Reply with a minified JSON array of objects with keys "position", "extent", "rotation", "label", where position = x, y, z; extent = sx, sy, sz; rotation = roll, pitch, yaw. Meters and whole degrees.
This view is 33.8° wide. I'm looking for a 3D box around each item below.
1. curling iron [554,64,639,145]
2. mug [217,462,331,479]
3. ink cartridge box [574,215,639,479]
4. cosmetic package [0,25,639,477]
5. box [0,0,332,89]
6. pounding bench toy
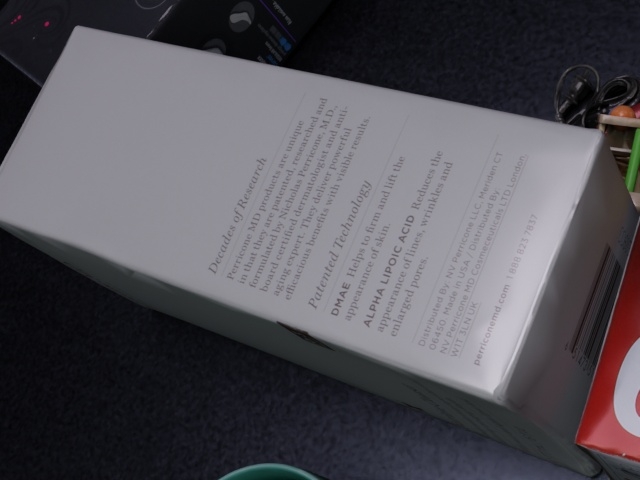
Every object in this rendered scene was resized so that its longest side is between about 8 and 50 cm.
[{"position":[0.281,-0.128,0.705],"extent":[0.274,0.035,0.068],"rotation":[-22,61,17],"label":"curling iron"},{"position":[-0.029,0.217,0.672],"extent":[0.158,0.097,0.129],"rotation":[-15,63,21],"label":"mug"},{"position":[0.329,0.034,0.554],"extent":[0.310,0.130,0.271],"rotation":[11,73,30],"label":"ink cartridge box"},{"position":[0.000,0.000,0.686],"extent":[0.385,0.217,0.156],"rotation":[15,76,33],"label":"cosmetic package"},{"position":[-0.116,-0.206,0.875],"extent":[0.165,0.143,0.270],"rotation":[36,88,34],"label":"box"},{"position":[0.199,-0.052,0.666],"extent":[0.052,0.083,0.065],"rotation":[9,99,13],"label":"pounding bench toy"}]
